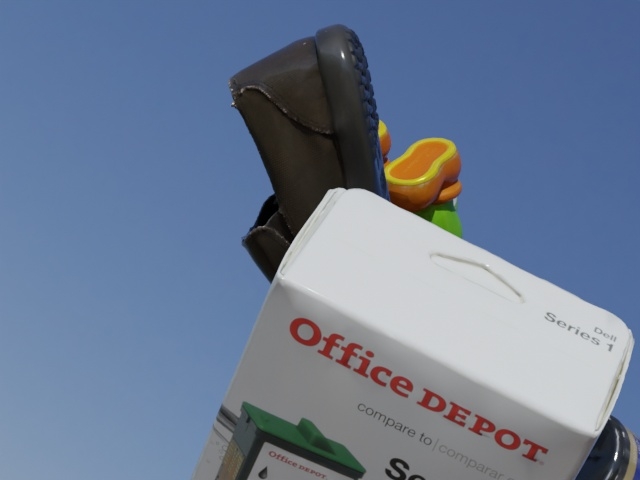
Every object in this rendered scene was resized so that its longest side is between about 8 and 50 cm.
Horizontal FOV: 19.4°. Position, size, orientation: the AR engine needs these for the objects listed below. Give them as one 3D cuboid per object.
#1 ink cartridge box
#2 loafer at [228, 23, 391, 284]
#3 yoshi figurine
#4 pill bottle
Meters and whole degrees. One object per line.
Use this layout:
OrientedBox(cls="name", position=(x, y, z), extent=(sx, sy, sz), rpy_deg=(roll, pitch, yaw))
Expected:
OrientedBox(cls="ink cartridge box", position=(0.027, 0.109, 0.877), extent=(0.160, 0.092, 0.219), rpy_deg=(26, -57, 6))
OrientedBox(cls="loafer", position=(0.000, 0.000, 0.959), extent=(0.080, 0.078, 0.220), rpy_deg=(-69, 150, -74))
OrientedBox(cls="yoshi figurine", position=(0.064, 0.066, 1.992), extent=(0.203, 0.203, 0.362), rpy_deg=(-99, -179, -54))
OrientedBox(cls="pill bottle", position=(0.305, 0.265, 1.817), extent=(0.219, 0.122, 0.123), rpy_deg=(38, -15, -32))
